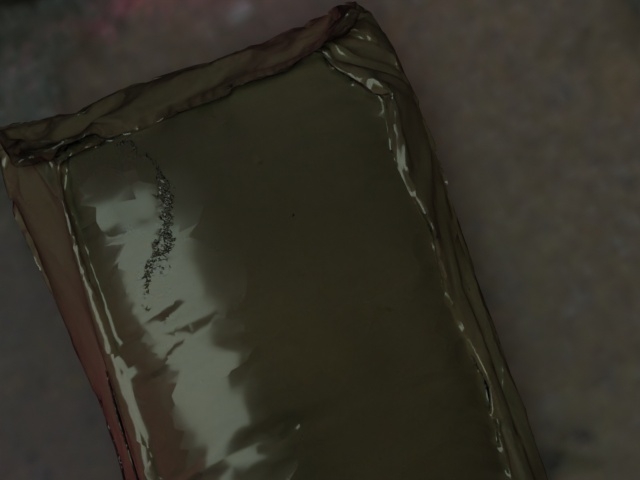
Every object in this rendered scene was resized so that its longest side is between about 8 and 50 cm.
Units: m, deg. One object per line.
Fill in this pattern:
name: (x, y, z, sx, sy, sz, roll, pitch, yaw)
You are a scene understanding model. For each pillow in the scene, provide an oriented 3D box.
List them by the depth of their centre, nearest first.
pillow: (0.000, 0.048, 0.454, 0.119, 0.053, 0.208, -20, 95, -22)
